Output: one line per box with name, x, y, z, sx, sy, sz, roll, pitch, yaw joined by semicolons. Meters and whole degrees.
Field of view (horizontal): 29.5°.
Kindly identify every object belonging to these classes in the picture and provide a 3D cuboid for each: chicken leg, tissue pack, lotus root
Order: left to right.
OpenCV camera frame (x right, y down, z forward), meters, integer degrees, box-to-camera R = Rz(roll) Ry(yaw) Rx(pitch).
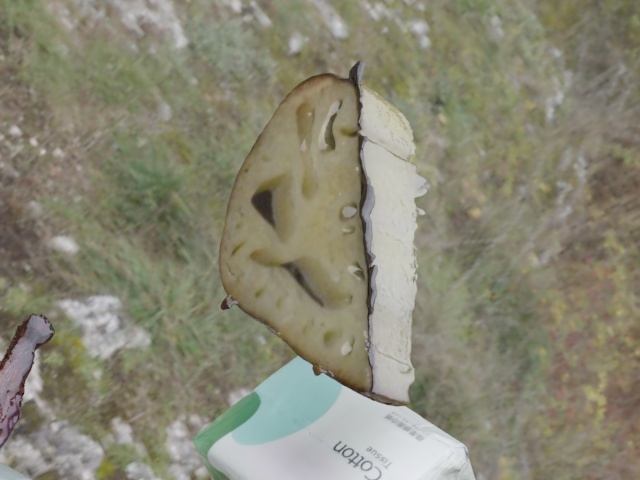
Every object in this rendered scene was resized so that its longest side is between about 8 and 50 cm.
chicken leg;-0.261;0.135;0.842;0.205;0.053;0.093;-42;137;-38
lotus root;0.000;0.000;0.931;0.074;0.170;0.260;27;62;-47
tissue pack;0.021;0.347;1.823;0.266;0.356;0.193;-37;132;-24

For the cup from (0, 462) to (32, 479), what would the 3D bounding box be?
cup;-0.508;0.387;1.581;0.186;0.234;0.258;73;34;-47
